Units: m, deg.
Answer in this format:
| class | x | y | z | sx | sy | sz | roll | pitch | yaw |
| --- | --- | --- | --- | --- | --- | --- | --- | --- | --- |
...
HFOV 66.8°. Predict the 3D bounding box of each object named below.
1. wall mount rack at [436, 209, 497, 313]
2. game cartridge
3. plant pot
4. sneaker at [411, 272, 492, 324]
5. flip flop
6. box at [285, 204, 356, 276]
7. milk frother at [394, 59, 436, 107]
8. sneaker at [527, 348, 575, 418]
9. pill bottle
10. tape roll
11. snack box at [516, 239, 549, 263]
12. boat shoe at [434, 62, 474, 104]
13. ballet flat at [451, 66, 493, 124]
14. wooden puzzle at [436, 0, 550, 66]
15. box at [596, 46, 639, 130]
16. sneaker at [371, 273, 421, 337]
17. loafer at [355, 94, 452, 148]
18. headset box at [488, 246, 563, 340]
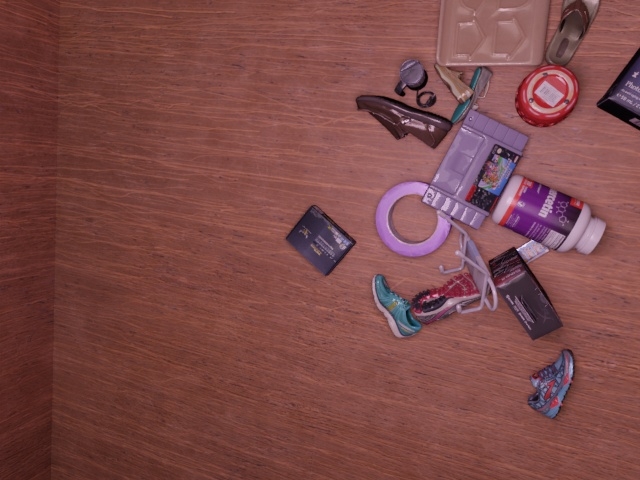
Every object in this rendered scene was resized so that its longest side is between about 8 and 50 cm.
| class | x | y | z | sx | sy | sz | roll | pitch | yaw |
| --- | --- | --- | --- | --- | --- | --- | --- | --- | --- |
| wall mount rack | 0.476 | 0.068 | 1.623 | 0.130 | 0.350 | 0.304 | -10 | 131 | 0 |
| game cartridge | 0.529 | -0.240 | 1.665 | 0.230 | 0.068 | 0.355 | 28 | 97 | 9 |
| plant pot | 0.735 | -0.471 | 1.568 | 0.191 | 0.174 | 0.191 | 2 | 96 | 17 |
| sneaker | 0.487 | 0.214 | 1.791 | 0.299 | 0.121 | 0.112 | -21 | 126 | 11 |
| flip flop | 0.810 | -0.699 | 1.557 | 0.112 | 0.080 | 0.277 | 25 | 105 | 15 |
| box | 0.000 | 0.000 | 1.951 | 0.232 | 0.059 | 0.183 | 43 | 110 | 10 |
| milk frother | 0.348 | -0.549 | 1.712 | 0.143 | 0.134 | 0.129 | 28 | 106 | 14 |
| sneaker | 0.808 | 0.496 | 1.710 | 0.125 | 0.104 | 0.262 | 19 | 103 | 18 |
| pill bottle | 0.752 | -0.079 | 1.609 | 0.322 | 0.181 | 0.182 | 27 | 105 | 14 |
| tape roll | 0.348 | -0.082 | 1.801 | 0.274 | 0.090 | 0.275 | 3 | 99 | 20 |
| snack box | 0.714 | 0.057 | 1.725 | 0.178 | 0.022 | 0.064 | -36 | 85 | 20 |
| boat shoe | 0.469 | -0.560 | 1.687 | 0.072 | 0.068 | 0.190 | -39 | 65 | 24 |
| ballet flat | 0.534 | -0.495 | 1.693 | 0.068 | 0.072 | 0.213 | 19 | 108 | -15 |
| wooden puzzle | 0.579 | -0.750 | 1.635 | 0.347 | 0.080 | 0.322 | 6 | 98 | 14 |
| box | 1.066 | -0.469 | 1.446 | 0.296 | 0.182 | 0.294 | 35 | 106 | 12 |
| sneaker | 0.291 | 0.241 | 1.852 | 0.110 | 0.107 | 0.275 | -27 | 98 | 37 |
| loafer | 0.282 | -0.428 | 1.751 | 0.365 | 0.134 | 0.130 | 26 | 114 | 18 |
| headset box | 0.669 | 0.172 | 1.597 | 0.110 | 0.293 | 0.218 | -34 | 96 | 20 |
